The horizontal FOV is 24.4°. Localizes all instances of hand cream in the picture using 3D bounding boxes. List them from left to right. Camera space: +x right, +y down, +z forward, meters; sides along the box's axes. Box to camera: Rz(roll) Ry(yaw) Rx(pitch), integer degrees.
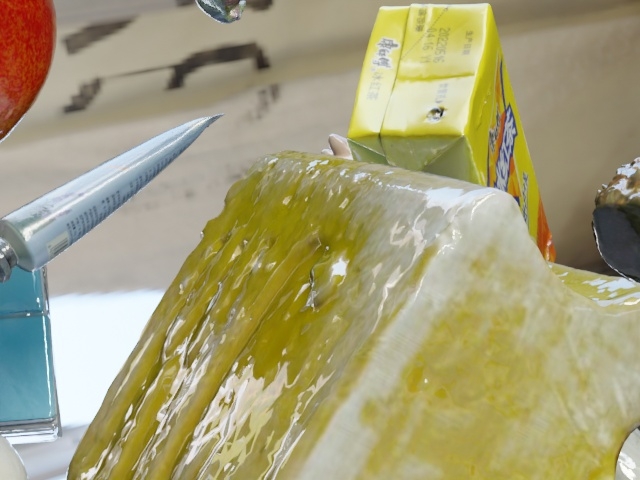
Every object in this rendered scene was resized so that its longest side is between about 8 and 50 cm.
[{"bbox_3d":[-0.209,-0.048,1.417,0.058,0.271,0.091,55,-30,-2],"label":"hand cream"}]

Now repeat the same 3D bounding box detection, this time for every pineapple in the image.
[{"bbox_3d":[0.295,-0.045,1.143,0.108,0.197,0.108,31,-38,28],"label":"pineapple"}]

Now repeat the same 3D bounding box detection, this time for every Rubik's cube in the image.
[{"bbox_3d":[-0.424,0.124,1.723,0.221,0.224,0.231,128,-44,-75],"label":"Rubik's cube"}]

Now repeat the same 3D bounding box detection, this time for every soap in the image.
[{"bbox_3d":[-0.001,0.109,0.759,0.293,0.156,0.335,-57,-161,-4],"label":"soap"}]

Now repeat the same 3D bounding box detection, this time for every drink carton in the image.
[{"bbox_3d":[0.126,-0.037,1.331,0.351,0.111,0.155,65,32,-48],"label":"drink carton"}]

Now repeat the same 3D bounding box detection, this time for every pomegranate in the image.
[{"bbox_3d":[-0.337,-0.160,1.234,0.257,0.221,0.221,-49,-122,35],"label":"pomegranate"}]

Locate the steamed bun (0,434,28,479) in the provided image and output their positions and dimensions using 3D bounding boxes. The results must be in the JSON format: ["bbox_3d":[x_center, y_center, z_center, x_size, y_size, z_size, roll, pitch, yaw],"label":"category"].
[{"bbox_3d":[-0.299,0.201,0.967,0.177,0.228,0.131,80,-5,-83],"label":"steamed bun"}]

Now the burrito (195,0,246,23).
[{"bbox_3d":[-0.098,-0.312,1.310,0.144,0.089,0.229,124,-36,-54],"label":"burrito"}]

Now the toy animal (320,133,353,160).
[{"bbox_3d":[0.004,0.006,1.769,0.154,0.250,0.166,37,-14,6],"label":"toy animal"}]

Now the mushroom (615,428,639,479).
[{"bbox_3d":[0.157,0.136,1.036,0.223,0.081,0.092,41,-54,12],"label":"mushroom"}]
